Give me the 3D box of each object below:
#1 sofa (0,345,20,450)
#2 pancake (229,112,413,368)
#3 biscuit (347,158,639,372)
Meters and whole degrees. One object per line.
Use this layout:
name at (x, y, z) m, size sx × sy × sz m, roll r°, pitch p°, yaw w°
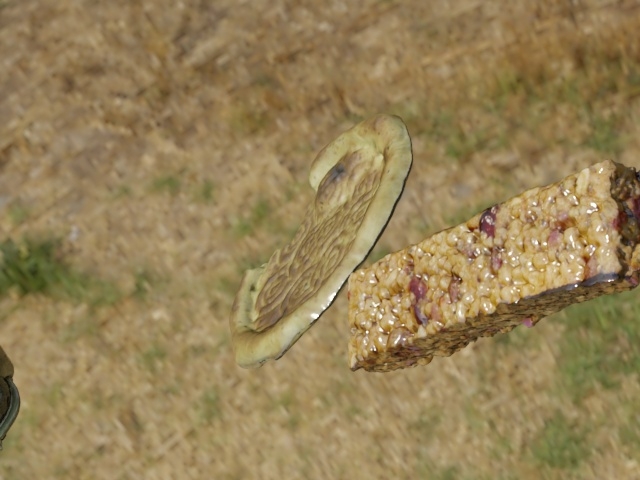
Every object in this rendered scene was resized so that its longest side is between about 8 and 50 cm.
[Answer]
sofa at (-0.424, 0.157, 1.598) m, size 0.182 × 0.200 × 0.258 m, roll 23°, pitch 62°, yaw 31°
pancake at (0.000, 0.000, 1.320) m, size 0.235 × 0.029 × 0.212 m, roll -60°, pitch 19°, yaw -7°
biscuit at (0.085, 0.017, 0.832) m, size 0.199 × 0.034 × 0.064 m, roll -23°, pitch 61°, yaw 47°
